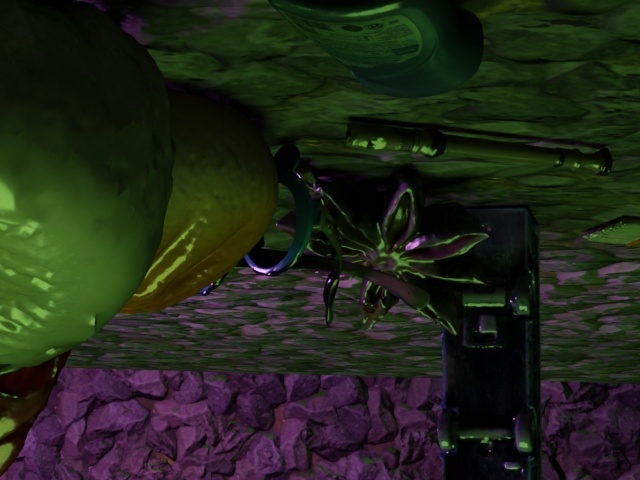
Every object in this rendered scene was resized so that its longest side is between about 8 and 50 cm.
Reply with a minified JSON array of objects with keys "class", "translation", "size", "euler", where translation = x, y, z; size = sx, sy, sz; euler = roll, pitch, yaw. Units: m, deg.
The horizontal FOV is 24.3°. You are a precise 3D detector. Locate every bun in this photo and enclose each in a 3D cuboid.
[{"class":"bun","translation":[-0.187,-0.020,1.196],"size":[0.299,0.164,0.299],"euler":[1,168,0]},{"class":"bun","translation":[-0.263,-0.052,0.914],"size":[0.360,0.211,0.359],"euler":[-2,156,-1]}]

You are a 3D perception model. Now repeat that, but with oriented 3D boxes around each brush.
[{"class":"brush","translation":[0.429,-0.002,1.613],"size":[0.272,0.013,0.103],"euler":[4,170,-15]}]

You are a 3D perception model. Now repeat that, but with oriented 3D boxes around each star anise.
[{"class":"star anise","translation":[0.057,-0.006,1.419],"size":[0.230,0.081,0.262],"euler":[-8,136,42]}]

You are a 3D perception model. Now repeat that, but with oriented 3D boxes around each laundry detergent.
[{"class":"laundry detergent","translation":[0.039,-0.126,0.868],"size":[0.097,0.061,0.206],"euler":[-4,169,16]}]

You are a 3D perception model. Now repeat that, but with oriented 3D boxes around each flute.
[{"class":"flute","translation":[0.131,-0.076,1.222],"size":[0.233,0.027,0.027],"euler":[5,169,-17]}]

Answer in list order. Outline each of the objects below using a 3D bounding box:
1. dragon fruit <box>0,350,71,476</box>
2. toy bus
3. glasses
[{"class":"dragon fruit","translation":[-0.413,0.083,1.565],"size":[0.329,0.286,0.228],"euler":[28,153,-28]},{"class":"toy bus","translation":[0.177,0.119,1.535],"size":[0.106,0.297,0.131],"euler":[-1,175,15]},{"class":"glasses","translation":[-0.019,0.028,1.341],"size":[0.207,0.102,0.239],"euler":[42,154,-14]}]
